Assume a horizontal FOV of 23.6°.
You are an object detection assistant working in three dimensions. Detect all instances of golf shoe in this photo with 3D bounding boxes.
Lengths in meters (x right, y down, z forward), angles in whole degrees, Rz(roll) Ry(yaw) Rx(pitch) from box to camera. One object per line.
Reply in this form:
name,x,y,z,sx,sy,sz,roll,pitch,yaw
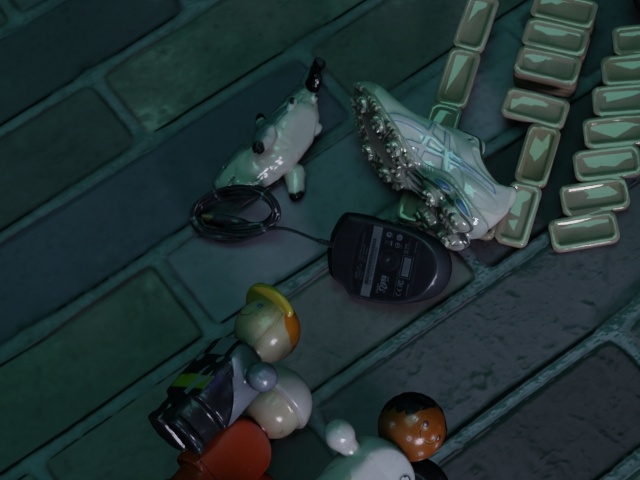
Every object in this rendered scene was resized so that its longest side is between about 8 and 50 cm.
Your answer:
golf shoe,0.096,-0.075,1.324,0.086,0.069,0.176,-29,72,-22

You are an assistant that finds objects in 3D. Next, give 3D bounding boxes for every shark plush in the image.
shark plush,-0.041,-0.109,1.375,0.067,0.073,0.161,0,62,42

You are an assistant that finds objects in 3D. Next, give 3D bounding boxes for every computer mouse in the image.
computer mouse,0.000,0.000,1.319,0.242,0.041,0.071,17,99,19

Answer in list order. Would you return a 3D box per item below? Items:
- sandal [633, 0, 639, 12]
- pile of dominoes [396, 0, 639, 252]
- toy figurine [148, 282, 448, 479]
sandal,0.409,-0.232,1.372,0.254,0.054,0.097,-7,90,1
pile of dominoes,0.197,-0.102,1.367,0.196,0.040,0.251,15,72,13
toy figurine,-0.008,0.156,1.132,0.213,0.209,0.148,33,63,21
